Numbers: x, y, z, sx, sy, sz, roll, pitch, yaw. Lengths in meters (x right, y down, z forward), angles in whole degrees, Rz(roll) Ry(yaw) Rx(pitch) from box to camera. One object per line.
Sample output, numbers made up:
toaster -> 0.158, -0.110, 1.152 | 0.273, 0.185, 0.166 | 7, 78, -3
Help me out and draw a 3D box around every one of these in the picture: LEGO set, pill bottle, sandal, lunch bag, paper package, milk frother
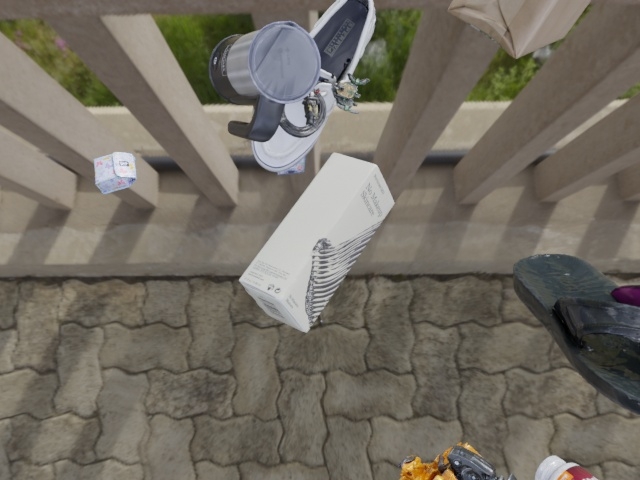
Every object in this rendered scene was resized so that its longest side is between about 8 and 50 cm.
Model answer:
LEGO set -> 0.018, -0.162, 0.816 | 0.083, 0.023, 0.054 | -10, 74, -18
pill bottle -> 0.454, 0.447, 1.264 | 0.086, 0.152, 0.086 | -12, 115, -28
sandal -> 0.399, 0.103, 0.990 | 0.168, 0.445, 0.107 | -10, 115, -13
lunch bag -> -0.433, -0.148, 1.531 | 0.083, 0.053, 0.071 | -14, 59, 1
paper package -> 0.430, -0.522, 1.341 | 0.168, 0.325, 0.309 | 39, 126, 14
milk frother -> -0.037, -0.177, 0.823 | 0.143, 0.135, 0.129 | -10, 104, -24

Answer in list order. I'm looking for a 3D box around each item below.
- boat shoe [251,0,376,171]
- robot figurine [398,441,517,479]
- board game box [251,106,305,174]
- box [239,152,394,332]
boat shoe -> -0.007, -0.213, 0.965 | 0.096, 0.088, 0.267 | 36, 91, -3
robot figurine -> 0.198, 0.365, 0.853 | 0.291, 0.085, 0.211 | 50, 126, 5
board game box -> -0.073, -0.265, 1.415 | 0.060, 0.194, 0.194 | -7, 48, -21
box -> 0.000, 0.000, 1.157 | 0.094, 0.113, 0.275 | 22, 68, 36
